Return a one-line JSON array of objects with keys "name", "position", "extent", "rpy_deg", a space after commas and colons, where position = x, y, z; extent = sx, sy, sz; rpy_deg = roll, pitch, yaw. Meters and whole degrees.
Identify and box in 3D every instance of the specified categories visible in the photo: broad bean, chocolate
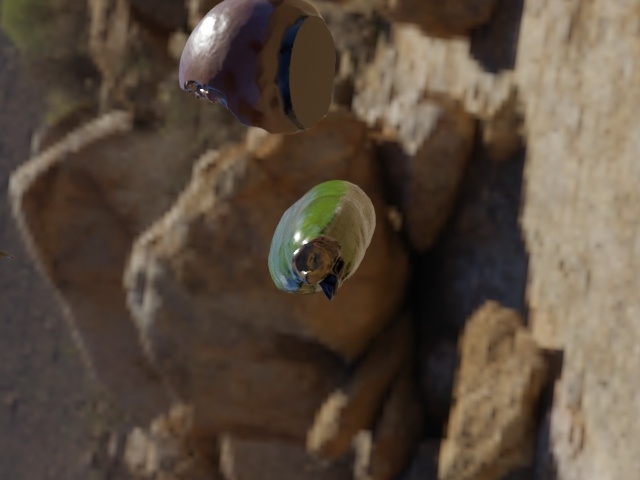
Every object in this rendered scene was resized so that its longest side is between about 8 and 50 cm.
[{"name": "broad bean", "position": [0.001, -0.001, 0.899], "extent": [0.060, 0.043, 0.297], "rpy_deg": [-59, 2, -4]}, {"name": "chocolate", "position": [-0.059, -0.147, 1.516], "extent": [0.124, 0.133, 0.127], "rpy_deg": [41, -122, -61]}]

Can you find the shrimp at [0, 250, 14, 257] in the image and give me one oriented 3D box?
[{"name": "shrimp", "position": [-0.403, -0.073, 1.266], "extent": [0.221, 0.411, 0.166], "rpy_deg": [-34, 57, 34]}]
